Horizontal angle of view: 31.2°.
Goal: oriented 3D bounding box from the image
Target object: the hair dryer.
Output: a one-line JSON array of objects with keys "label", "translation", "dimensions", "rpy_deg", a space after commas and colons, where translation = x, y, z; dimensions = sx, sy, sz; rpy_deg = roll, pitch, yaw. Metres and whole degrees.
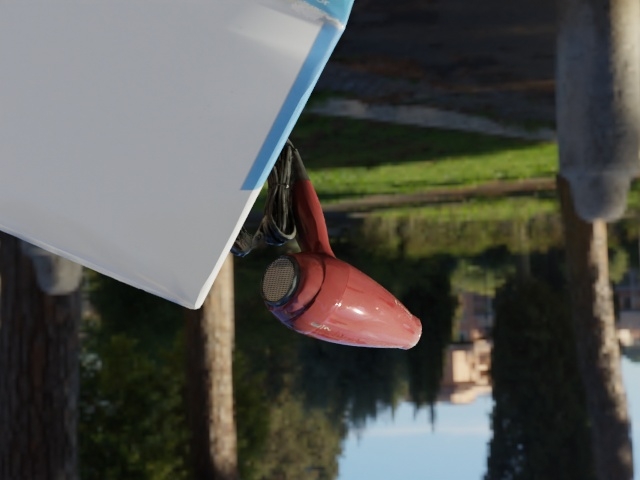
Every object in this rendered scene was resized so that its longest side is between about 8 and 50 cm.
[{"label": "hair dryer", "translation": [0.000, 0.000, 1.138], "dimensions": [0.080, 0.293, 0.223], "rpy_deg": [-33, -170, 36]}]

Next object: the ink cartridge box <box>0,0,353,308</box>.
[{"label": "ink cartridge box", "translation": [-0.092, -0.148, 0.626], "dimensions": [0.197, 0.270, 0.198], "rpy_deg": [24, 130, -8]}]
